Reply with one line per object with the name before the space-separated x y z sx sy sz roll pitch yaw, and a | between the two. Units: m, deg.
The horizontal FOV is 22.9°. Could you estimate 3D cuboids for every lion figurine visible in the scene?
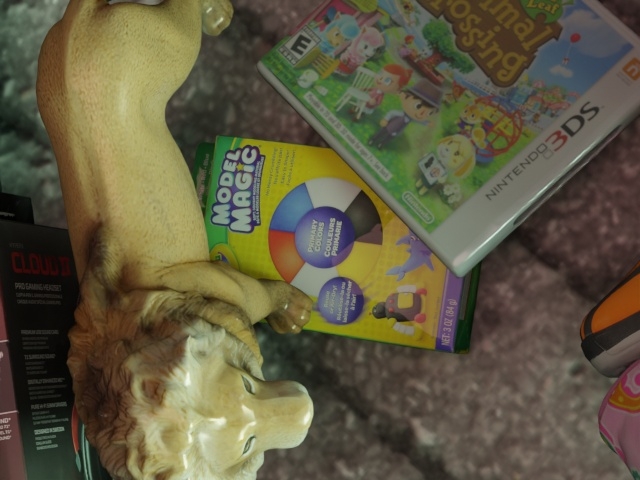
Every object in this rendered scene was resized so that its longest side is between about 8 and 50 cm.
lion figurine | -0.109 -0.025 0.978 0.142 0.240 0.392 -26 78 16

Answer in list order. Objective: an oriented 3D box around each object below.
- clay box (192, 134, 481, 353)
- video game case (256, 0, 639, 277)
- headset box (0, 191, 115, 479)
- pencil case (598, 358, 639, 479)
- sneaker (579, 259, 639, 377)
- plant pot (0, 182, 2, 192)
clay box | 0.000 0.000 1.095 0.222 0.053 0.127 7 88 17
video game case | 0.092 -0.112 1.052 0.193 0.023 0.212 -42 66 -2
headset box | -0.201 0.112 1.066 0.110 0.218 0.293 -11 83 16
pencil case | 0.269 0.180 0.876 0.124 0.124 0.284 -39 55 12
sneaker | 0.268 -0.059 0.989 0.321 0.124 0.180 -35 72 2
plant pot | -0.384 -0.157 1.101 0.341 0.341 0.334 -14 90 17
